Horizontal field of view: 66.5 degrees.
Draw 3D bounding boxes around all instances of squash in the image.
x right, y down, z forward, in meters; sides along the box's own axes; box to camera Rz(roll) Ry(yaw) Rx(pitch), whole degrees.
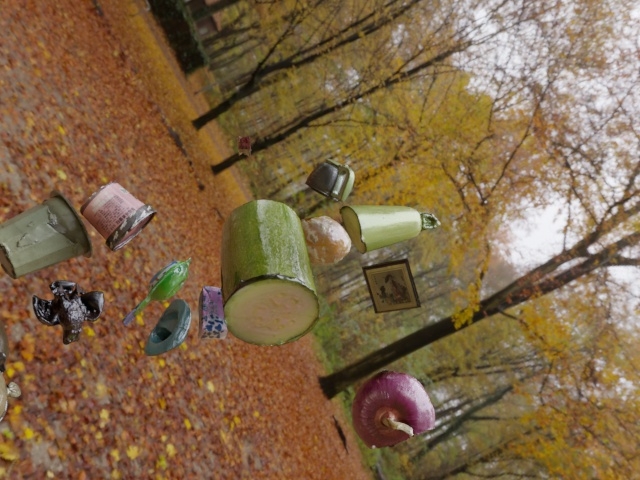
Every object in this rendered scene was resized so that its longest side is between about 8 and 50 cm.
[{"bbox_3d":[-0.153,0.086,1.371,0.385,0.262,0.263,-107,174,-55],"label":"squash"},{"bbox_3d":[0.182,-0.036,1.293,0.137,0.287,0.138,15,-72,56],"label":"squash"}]

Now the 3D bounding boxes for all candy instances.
[{"bbox_3d":[-0.333,0.228,1.530,0.073,0.092,0.160,123,-33,-46],"label":"candy"}]

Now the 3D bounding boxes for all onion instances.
[{"bbox_3d":[0.180,0.431,1.266,0.200,0.207,0.201,24,44,-26],"label":"onion"}]

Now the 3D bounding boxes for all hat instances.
[{"bbox_3d":[-0.443,0.274,1.464,0.138,0.191,0.078,-4,-40,40],"label":"hat"}]

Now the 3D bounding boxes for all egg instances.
[{"bbox_3d":[0.000,0.000,1.851,0.195,0.233,0.195,8,90,-82],"label":"egg"}]

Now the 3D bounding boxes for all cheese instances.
[{"bbox_3d":[-0.579,0.178,1.742,0.083,0.320,0.204,43,-27,1],"label":"cheese"}]

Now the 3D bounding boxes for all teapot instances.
[{"bbox_3d":[0.033,-0.146,1.180,0.124,0.091,0.092,30,8,20],"label":"teapot"}]

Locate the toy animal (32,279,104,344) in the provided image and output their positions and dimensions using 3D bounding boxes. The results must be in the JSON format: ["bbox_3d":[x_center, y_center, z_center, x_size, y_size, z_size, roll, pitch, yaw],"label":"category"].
[{"bbox_3d":[-0.767,0.217,1.488,0.218,0.116,0.180,-2,98,-53],"label":"toy animal"}]

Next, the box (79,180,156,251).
[{"bbox_3d":[-0.526,-0.068,1.258,0.135,0.151,0.151,44,0,-7],"label":"box"}]

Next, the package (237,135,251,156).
[{"bbox_3d":[-0.222,-0.271,1.403,0.083,0.029,0.059,17,-68,54],"label":"package"}]

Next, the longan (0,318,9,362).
[{"bbox_3d":[-1.037,0.273,1.277,0.405,0.403,0.337,69,35,-61],"label":"longan"}]

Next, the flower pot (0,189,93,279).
[{"bbox_3d":[-0.763,-0.007,1.321,0.212,0.202,0.213,24,-51,33],"label":"flower pot"}]

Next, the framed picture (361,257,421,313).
[{"bbox_3d":[0.262,0.175,1.831,0.010,0.199,0.195,-25,99,-57],"label":"framed picture"}]

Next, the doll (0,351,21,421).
[{"bbox_3d":[-0.717,0.338,0.968,0.174,0.330,0.235,-5,64,-50],"label":"doll"}]
